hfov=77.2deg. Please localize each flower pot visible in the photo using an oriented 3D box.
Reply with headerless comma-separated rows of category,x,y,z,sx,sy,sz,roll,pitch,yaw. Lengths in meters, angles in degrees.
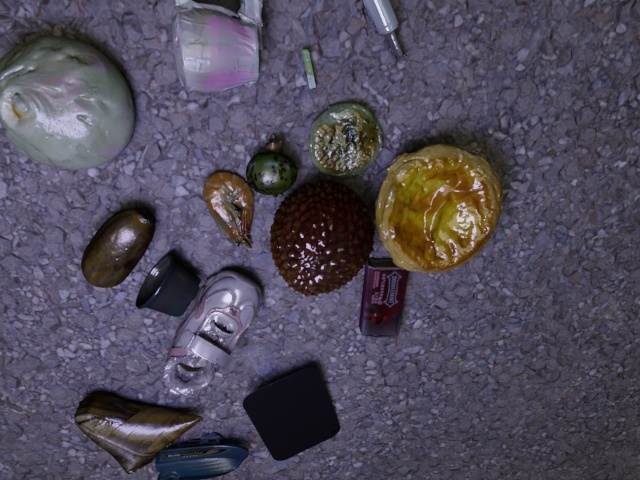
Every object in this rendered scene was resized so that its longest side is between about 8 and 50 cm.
flower pot,-0.386,0.126,1.037,0.157,0.157,0.107,-43,121,13

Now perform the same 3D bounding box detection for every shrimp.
shrimp,-0.215,-0.072,1.014,0.115,0.051,0.217,-20,111,2

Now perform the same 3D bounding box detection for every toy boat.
toy boat,-0.376,0.700,1.291,0.296,0.122,0.114,-8,120,-1

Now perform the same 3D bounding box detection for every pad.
pad,-0.119,0.556,1.280,0.315,0.063,0.375,-22,123,-10

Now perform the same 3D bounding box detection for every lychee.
lychee,0.000,0.000,0.946,0.268,0.267,0.267,-2,113,-4

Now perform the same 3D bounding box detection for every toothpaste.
toothpaste,-0.026,-0.388,0.906,0.017,0.020,0.083,-11,114,3

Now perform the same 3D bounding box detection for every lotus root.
lotus root,-0.497,0.016,0.987,0.123,0.124,0.241,30,109,-27

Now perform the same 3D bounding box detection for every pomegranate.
pomegranate,-0.113,-0.178,0.945,0.122,0.122,0.161,4,89,-6

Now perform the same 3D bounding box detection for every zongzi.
zongzi,-0.539,0.529,1.197,0.288,0.134,0.286,-30,115,9

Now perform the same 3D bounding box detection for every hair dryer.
hair dryer,0.090,-0.524,0.825,0.173,0.107,0.357,-29,119,11

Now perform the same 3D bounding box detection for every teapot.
teapot,-0.205,-0.416,0.815,0.178,0.163,0.221,-5,100,-15

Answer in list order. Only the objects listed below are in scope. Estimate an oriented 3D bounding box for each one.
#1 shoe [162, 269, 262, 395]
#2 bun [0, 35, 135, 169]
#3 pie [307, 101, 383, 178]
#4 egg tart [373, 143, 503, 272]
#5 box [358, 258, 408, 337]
shoe,-0.281,0.254,1.066,0.172,0.198,0.351,29,109,-17
bun,-0.540,-0.274,0.829,0.284,0.179,0.283,-3,113,-7
pie,0.060,-0.237,0.967,0.187,0.041,0.186,-1,112,-3
egg tart,0.283,-0.078,1.004,0.342,0.132,0.341,-2,114,-5
box,0.177,0.163,1.135,0.120,0.069,0.224,3,112,-6
